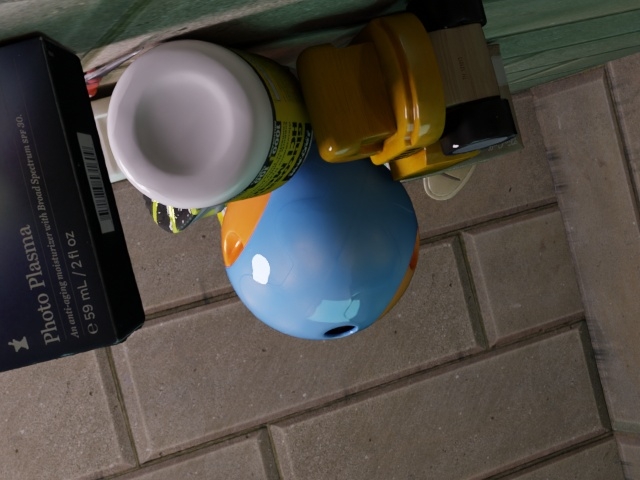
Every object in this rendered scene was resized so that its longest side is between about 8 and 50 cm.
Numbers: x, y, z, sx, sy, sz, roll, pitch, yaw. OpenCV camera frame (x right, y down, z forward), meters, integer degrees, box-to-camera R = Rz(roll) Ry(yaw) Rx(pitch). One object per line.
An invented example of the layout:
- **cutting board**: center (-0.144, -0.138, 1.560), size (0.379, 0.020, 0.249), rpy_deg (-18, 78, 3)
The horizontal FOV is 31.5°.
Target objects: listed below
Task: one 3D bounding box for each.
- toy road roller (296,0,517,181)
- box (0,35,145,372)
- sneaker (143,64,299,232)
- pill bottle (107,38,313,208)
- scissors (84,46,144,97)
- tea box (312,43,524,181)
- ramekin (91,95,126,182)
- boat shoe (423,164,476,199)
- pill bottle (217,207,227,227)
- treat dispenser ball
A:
- **toy road roller**: center (0.081, -0.185, 1.461), size (0.240, 0.203, 0.329), rpy_deg (-14, 178, -15)
- **box**: center (-0.358, -0.013, 1.110), size (0.293, 0.296, 0.183), rpy_deg (-14, -177, 1)
- **sneaker**: center (-0.133, -0.156, 1.754), size (0.147, 0.145, 0.384), rpy_deg (-26, 173, -47)
- **pill bottle**: center (-0.114, -0.141, 1.388), size (0.187, 0.188, 0.334), rpy_deg (-14, -177, 13)
- **scissors**: center (-0.265, -0.190, 1.328), size (0.297, 0.021, 0.109), rpy_deg (-14, 180, 42)
- **tea box**: center (0.151, -0.221, 2.185), size (0.329, 0.220, 0.323), rpy_deg (-16, -176, -38)
- **ramekin**: center (-0.294, -0.135, 1.553), size (0.207, 0.109, 0.207), rpy_deg (-15, -173, 2)
- **boat shoe**: center (0.293, -0.231, 2.437), size (0.113, 0.302, 0.103), rpy_deg (17, -179, 1)
- **pill bottle**: center (-0.143, -0.105, 1.988), size (0.117, 0.208, 0.117), rpy_deg (-21, 161, -8)
- **treat dispenser ball**: center (0.000, 0.000, 1.647), size (0.288, 0.288, 0.288), rpy_deg (-14, -178, 1)
